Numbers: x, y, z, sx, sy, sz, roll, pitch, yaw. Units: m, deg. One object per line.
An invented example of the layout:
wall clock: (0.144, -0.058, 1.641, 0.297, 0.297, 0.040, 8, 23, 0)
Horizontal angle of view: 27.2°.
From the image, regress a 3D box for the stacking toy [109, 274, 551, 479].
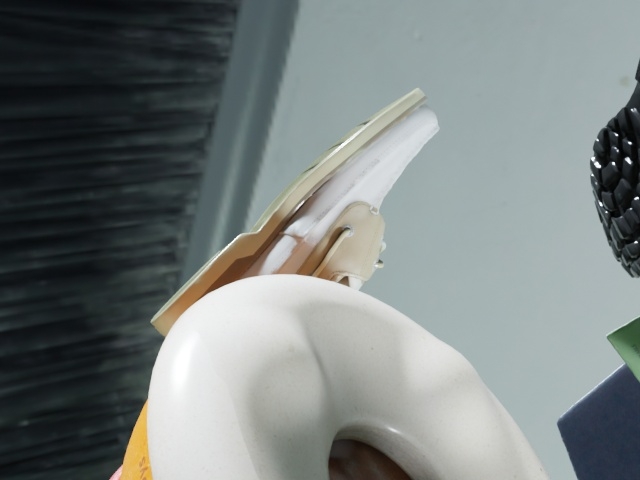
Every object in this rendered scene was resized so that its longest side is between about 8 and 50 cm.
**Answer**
stacking toy: (-0.086, 0.281, 0.910, 0.480, 0.350, 0.351, -42, 67, 30)

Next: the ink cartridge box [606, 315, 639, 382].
ink cartridge box: (0.249, 0.048, 0.655, 0.209, 0.062, 0.109, -37, 92, 30)

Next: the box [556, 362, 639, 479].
box: (0.544, 0.351, 1.300, 0.297, 0.471, 0.480, -45, 35, 26)

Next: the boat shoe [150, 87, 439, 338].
boat shoe: (0.000, 0.000, 1.111, 0.103, 0.302, 0.113, 47, 168, -4)

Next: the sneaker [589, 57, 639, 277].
sneaker: (0.265, -0.075, 0.845, 0.283, 0.124, 0.107, 98, 157, -55)
